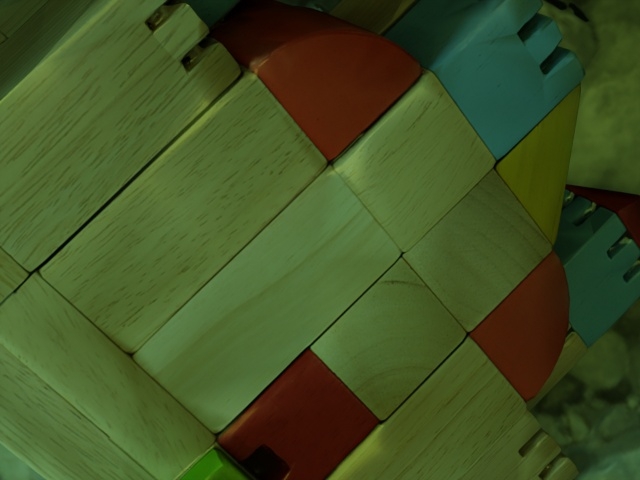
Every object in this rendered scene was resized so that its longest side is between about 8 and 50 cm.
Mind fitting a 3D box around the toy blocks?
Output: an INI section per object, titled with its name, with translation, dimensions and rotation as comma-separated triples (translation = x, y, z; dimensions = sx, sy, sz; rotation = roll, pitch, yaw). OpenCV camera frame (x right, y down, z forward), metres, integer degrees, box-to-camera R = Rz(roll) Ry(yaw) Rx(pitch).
[toy blocks]
translation = 0.000, 0.000, 0.479
dimensions = 0.261, 0.190, 0.381
rotation = -45, 121, -5
